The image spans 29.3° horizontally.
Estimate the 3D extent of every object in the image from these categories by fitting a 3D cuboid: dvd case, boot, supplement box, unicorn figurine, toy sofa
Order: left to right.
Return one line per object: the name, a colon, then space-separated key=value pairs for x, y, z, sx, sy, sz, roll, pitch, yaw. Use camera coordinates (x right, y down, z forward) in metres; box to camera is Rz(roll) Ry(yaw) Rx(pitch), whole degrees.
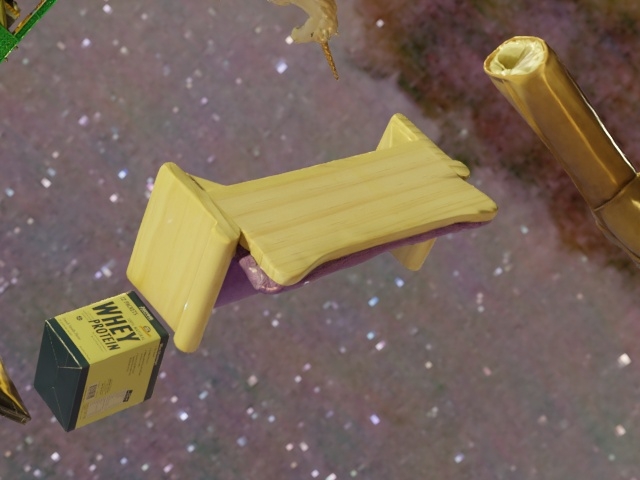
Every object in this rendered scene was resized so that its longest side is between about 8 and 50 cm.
dvd case: x=-0.478 y=0.141 z=1.619 sx=0.164 sy=0.018 sz=0.221 roll=38 pitch=-171 yaw=-49
supplement box: x=-0.179 y=0.098 z=0.996 sx=0.083 sy=0.083 sz=0.056 roll=-19 pitch=-126 yaw=-38
unicorn figurine: x=-0.033 y=-0.222 z=1.031 sx=0.060 sy=0.111 sz=0.162 roll=64 pitch=-148 yaw=-67
toy sofa: x=0.000 y=0.000 z=1.262 sx=0.362 sy=0.150 sz=0.177 roll=-18 pitch=-127 yaw=-43
boot: x=0.307 y=-0.095 z=1.361 sx=0.269 sy=0.089 sz=0.236 roll=51 pitch=173 yaw=-21

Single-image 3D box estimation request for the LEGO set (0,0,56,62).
LEGO set: x=-0.525 y=-0.430 z=1.867 sx=0.331 sy=0.255 sz=0.192 roll=32 pitch=-177 yaw=-23
